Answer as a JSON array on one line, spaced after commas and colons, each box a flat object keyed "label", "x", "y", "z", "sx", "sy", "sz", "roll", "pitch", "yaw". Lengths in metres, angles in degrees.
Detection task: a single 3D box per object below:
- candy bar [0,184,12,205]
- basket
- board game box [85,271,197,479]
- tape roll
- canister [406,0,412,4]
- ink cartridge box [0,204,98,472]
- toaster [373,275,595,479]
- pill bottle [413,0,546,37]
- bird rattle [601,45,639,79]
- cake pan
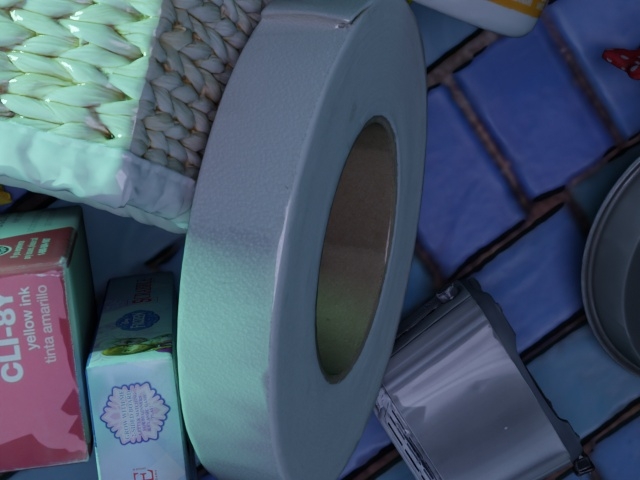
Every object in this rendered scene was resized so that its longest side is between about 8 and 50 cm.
[{"label": "candy bar", "x": -0.314, "y": -0.104, "z": 1.130, "sx": 0.040, "sy": 0.018, "sz": 0.161, "roll": -15, "pitch": 101, "yaw": -6}, {"label": "basket", "x": -0.187, "y": -0.159, "z": 0.933, "sx": 0.328, "sy": 0.331, "sz": 0.266, "roll": 14, "pitch": 87, "yaw": 17}, {"label": "board game box", "x": -0.135, "y": 0.211, "z": 1.055, "sx": 0.066, "sy": 0.318, "sz": 0.317, "roll": -6, "pitch": 99, "yaw": -5}, {"label": "tape roll", "x": 0.000, "y": 0.000, "z": 0.972, "sx": 0.072, "sy": 0.392, "sz": 0.391, "roll": 10, "pitch": 99, "yaw": 17}, {"label": "canister", "x": 0.000, "y": -0.213, "z": 1.127, "sx": 0.170, "sy": 0.073, "sz": 0.126, "roll": -45, "pitch": 101, "yaw": 3}, {"label": "ink cartridge box", "x": -0.378, "y": 0.086, "z": 1.019, "sx": 0.385, "sy": 0.279, "sz": 0.160, "roll": -7, "pitch": 102, "yaw": -7}, {"label": "toaster", "x": 0.137, "y": 0.157, "z": 1.181, "sx": 0.146, "sy": 0.129, "sz": 0.227, "roll": -32, "pitch": 104, "yaw": 2}, {"label": "pill bottle", "x": 0.144, "y": -0.312, "z": 0.990, "sx": 0.162, "sy": 0.162, "sz": 0.278, "roll": 20, "pitch": 106, "yaw": -10}, {"label": "bird rattle", "x": 0.386, "y": -0.208, "z": 1.124, "sx": 0.254, "sy": 0.207, "sz": 0.143, "roll": -22, "pitch": 83, "yaw": -13}, {"label": "cake pan", "x": 0.391, "y": 0.023, "z": 1.193, "sx": 0.293, "sy": 0.054, "sz": 0.293, "roll": -5, "pitch": 114, "yaw": -11}]
